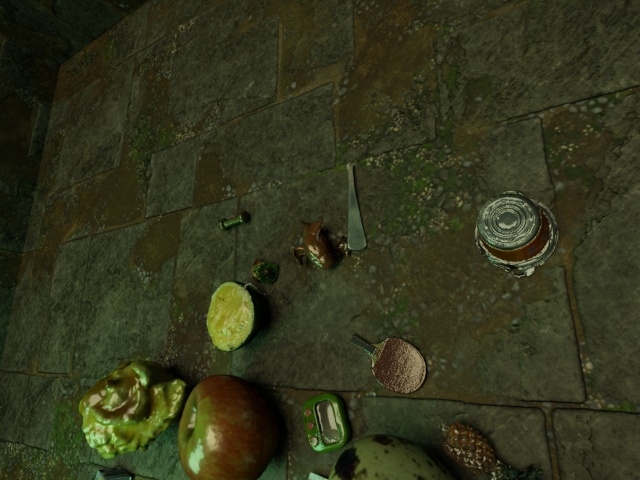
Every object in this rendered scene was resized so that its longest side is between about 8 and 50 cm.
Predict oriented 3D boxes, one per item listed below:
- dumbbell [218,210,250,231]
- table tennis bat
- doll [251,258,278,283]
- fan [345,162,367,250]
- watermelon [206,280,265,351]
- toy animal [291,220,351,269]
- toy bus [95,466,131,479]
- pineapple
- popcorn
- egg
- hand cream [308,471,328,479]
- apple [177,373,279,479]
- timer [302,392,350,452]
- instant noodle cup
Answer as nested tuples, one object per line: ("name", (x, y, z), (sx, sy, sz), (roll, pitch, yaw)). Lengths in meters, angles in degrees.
("dumbbell", (-0.309, -0.069, 1.441), (0.118, 0.052, 0.046), (-17, 109, 29))
("table tennis bat", (0.171, 0.306, 1.042), (0.220, 0.019, 0.130), (24, 92, 34))
("doll", (-0.203, 0.100, 1.310), (0.113, 0.077, 0.078), (5, 89, 35))
("fan", (0.102, -0.104, 1.195), (0.057, 0.023, 0.281), (-3, 72, 3))
("watermelon", (-0.256, 0.233, 1.276), (0.204, 0.127, 0.232), (25, 93, 36))
("toy animal", (0.000, 0.000, 1.207), (0.179, 0.089, 0.188), (-24, 64, 8))
("toy bus", (-0.775, 0.996, 1.430), (0.136, 0.109, 0.329), (2, 78, 43))
("pineapple", (0.349, 0.457, 0.844), (0.221, 0.083, 0.103), (29, 95, 33))
("popcorn", (-0.621, 0.550, 1.355), (0.335, 0.274, 0.279), (-38, 13, -23))
("egg", (0.173, 0.581, 0.801), (0.379, 0.288, 0.287), (44, 102, 26))
("hand cream", (-0.028, 0.778, 1.020), (0.085, 0.058, 0.331), (4, 79, 36))
("apple", (-0.255, 0.538, 1.140), (0.277, 0.250, 0.309), (-54, 33, 28))
("timer", (0.016, 0.488, 1.079), (0.128, 0.047, 0.140), (-29, 63, 26))
("instant noodle cup", (0.426, -0.030, 0.900), (0.178, 0.126, 0.208), (-27, 64, 25))
